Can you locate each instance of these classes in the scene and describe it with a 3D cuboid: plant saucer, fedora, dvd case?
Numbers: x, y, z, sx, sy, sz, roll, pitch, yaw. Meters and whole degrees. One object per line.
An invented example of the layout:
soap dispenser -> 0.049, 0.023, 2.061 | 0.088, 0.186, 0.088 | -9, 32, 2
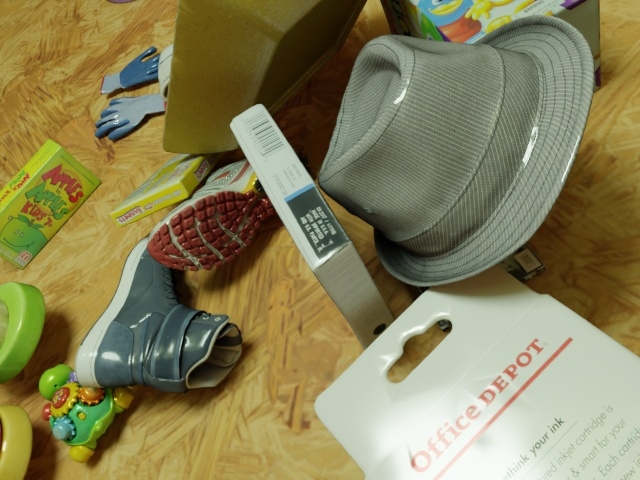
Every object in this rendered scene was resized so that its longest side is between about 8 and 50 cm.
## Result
plant saucer -> -0.032, -0.252, 0.678 | 0.081, 0.333, 0.333 | 40, 65, -2
fedora -> 0.079, -0.091, 0.501 | 0.275, 0.124, 0.244 | -158, 88, -74
dvd case -> 0.155, 0.029, 0.607 | 0.119, 0.013, 0.087 | -33, 51, 4

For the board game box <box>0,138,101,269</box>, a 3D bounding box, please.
board game box -> -0.436, -0.055, 0.900 | 0.043, 0.092, 0.181 | 28, 75, 37

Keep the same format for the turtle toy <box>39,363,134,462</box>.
turtle toy -> -0.283, 0.187, 0.682 | 0.130, 0.066, 0.095 | 19, 68, 46

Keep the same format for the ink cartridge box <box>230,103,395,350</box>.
ink cartridge box -> 0.000, 0.000, 0.580 | 0.045, 0.208, 0.206 | -30, 52, -2

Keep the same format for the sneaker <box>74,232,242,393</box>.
sneaker -> -0.161, 0.079, 0.689 | 0.163, 0.086, 0.226 | 1, 45, 11

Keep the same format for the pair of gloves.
pair of gloves -> -0.321, -0.260, 1.025 | 0.159, 0.023, 0.198 | -15, 55, 15

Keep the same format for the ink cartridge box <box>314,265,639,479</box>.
ink cartridge box -> 0.180, 0.188, 0.422 | 0.207, 0.119, 0.353 | -43, 51, -6

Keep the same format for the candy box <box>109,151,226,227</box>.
candy box -> -0.188, -0.086, 0.775 | 0.105, 0.027, 0.206 | -20, 22, 17

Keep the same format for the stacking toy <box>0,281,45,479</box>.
stacking toy -> -0.479, 0.178, 0.703 | 0.308, 0.130, 0.280 | -16, 59, 29

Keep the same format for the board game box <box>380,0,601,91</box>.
board game box -> 0.185, -0.268, 0.704 | 0.144, 0.142, 0.275 | -31, 51, 5

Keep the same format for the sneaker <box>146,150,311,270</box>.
sneaker -> -0.115, -0.039, 0.725 | 0.225, 0.088, 0.092 | -35, 32, -32

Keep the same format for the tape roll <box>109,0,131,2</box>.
tape roll -> -0.386, -0.640, 1.263 | 0.274, 0.090, 0.275 | -12, 55, 18

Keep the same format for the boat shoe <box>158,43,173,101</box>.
boat shoe -> -0.143, -0.291, 0.912 | 0.267, 0.096, 0.088 | -16, 58, 18
